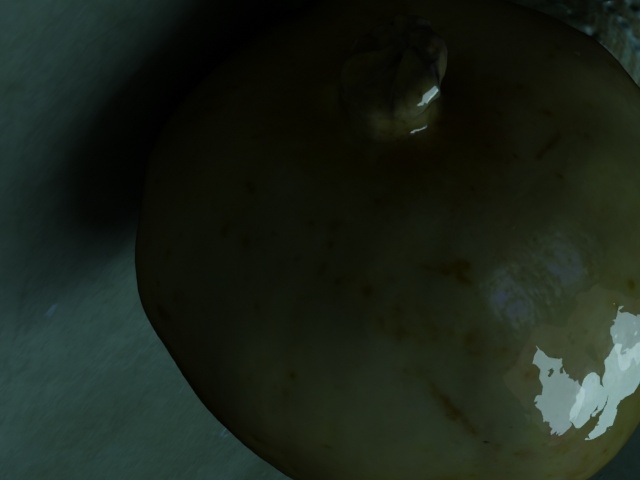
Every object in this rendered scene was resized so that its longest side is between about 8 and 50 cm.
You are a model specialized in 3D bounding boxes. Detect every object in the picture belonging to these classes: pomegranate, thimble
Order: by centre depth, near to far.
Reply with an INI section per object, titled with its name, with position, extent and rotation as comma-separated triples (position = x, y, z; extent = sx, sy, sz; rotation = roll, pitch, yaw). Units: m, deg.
[pomegranate]
position = 0.064, -0.006, 1.294
extent = 0.411, 0.411, 0.411
rotation = -44, 165, -15
[thimble]
position = 0.226, -0.165, 1.740
extent = 0.148, 0.196, 0.229
rotation = -37, -168, -28

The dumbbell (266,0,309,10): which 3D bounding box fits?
[dumbbell]
position = 0.004, -0.200, 1.274
extent = 0.118, 0.046, 0.052
rotation = -32, 154, -46
